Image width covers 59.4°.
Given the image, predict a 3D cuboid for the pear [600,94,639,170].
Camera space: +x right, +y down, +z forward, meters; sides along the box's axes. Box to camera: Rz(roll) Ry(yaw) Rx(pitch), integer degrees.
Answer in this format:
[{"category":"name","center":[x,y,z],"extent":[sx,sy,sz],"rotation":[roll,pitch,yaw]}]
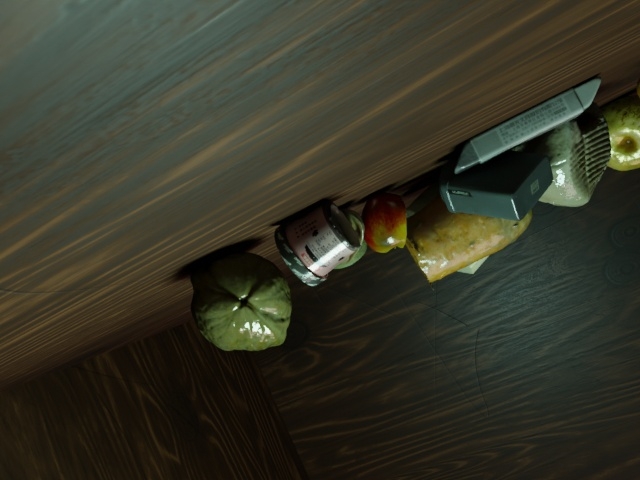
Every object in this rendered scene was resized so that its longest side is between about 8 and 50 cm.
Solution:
[{"category":"pear","center":[1.068,-0.376,1.935],"extent":[0.271,0.271,0.271],"rotation":[-25,175,-2]}]

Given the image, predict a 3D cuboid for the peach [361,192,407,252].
[{"category":"peach","center":[0.161,-0.045,1.425],"extent":[0.151,0.151,0.118],"rotation":[-28,136,31]}]

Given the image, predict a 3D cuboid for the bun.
[{"category":"bun","center":[0.598,-0.216,1.428],"extent":[0.281,0.281,0.205],"rotation":[-22,-160,-34]}]

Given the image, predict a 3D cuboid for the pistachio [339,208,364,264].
[{"category":"pistachio","center":[0.046,-0.009,1.418],"extent":[0.129,0.131,0.206],"rotation":[-32,173,-18]}]

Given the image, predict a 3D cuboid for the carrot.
[{"category":"carrot","center":[0.387,-0.045,1.510],"extent":[0.340,0.224,0.224],"rotation":[-32,175,3]}]

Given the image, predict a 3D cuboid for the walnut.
[{"category":"walnut","center":[-0.177,0.140,1.268],"extent":[0.227,0.283,0.283],"rotation":[-53,-179,-10]}]

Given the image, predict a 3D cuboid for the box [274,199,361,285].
[{"category":"box","center":[0.000,0.000,1.187],"extent":[0.135,0.151,0.151],"rotation":[-34,172,20]}]

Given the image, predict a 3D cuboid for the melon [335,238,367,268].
[{"category":"melon","center":[0.063,0.013,1.700],"extent":[0.192,0.139,0.139],"rotation":[-23,175,-22]}]

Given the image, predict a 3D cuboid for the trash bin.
[{"category":"trash bin","center":[0.399,-0.138,1.325],"extent":[0.177,0.101,0.236],"rotation":[-43,-145,-22]}]

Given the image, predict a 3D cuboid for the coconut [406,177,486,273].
[{"category":"coconut","center":[0.410,-0.042,1.760],"extent":[0.323,0.323,0.323],"rotation":[-25,175,-2]}]

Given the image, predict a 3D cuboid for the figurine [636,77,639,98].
[{"category":"figurine","center":[0.806,-0.387,1.259],"extent":[0.143,0.143,0.271],"rotation":[-25,143,-1]}]

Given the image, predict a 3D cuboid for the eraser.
[{"category":"eraser","center":[0.452,-0.249,1.247],"extent":[0.352,0.061,0.089],"rotation":[-26,176,13]}]
